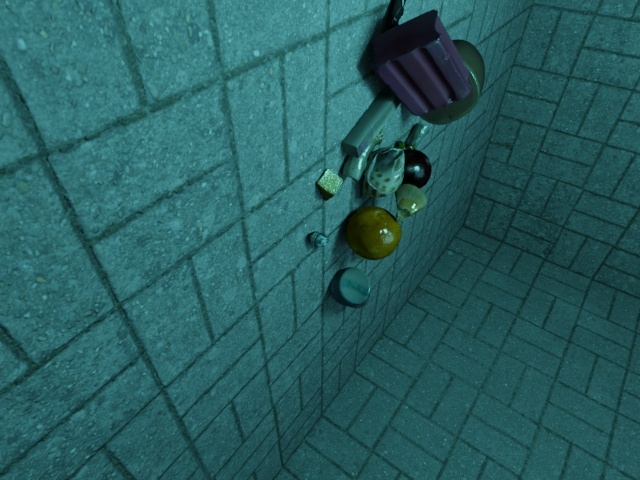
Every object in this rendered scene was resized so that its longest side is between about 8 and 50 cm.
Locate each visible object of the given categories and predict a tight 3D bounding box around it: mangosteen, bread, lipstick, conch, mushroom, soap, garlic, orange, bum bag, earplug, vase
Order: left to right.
[{"bbox_3d":[0.025,-0.203,1.529,0.084,0.080,0.109,-56,-171,-14],"label":"bread"},{"bbox_3d":[0.166,0.262,2.082,0.185,0.185,0.324,-58,161,-11],"label":"earplug"},{"bbox_3d":[0.161,-0.329,1.593,0.092,0.081,0.223,35,81,-48],"label":"mushroom"},{"bbox_3d":[0.226,-0.031,1.818,0.240,0.240,0.240,-43,148,-36],"label":"orange"},{"bbox_3d":[0.196,-0.445,1.560,0.317,0.068,0.066,-54,153,-18],"label":"lipstick"},{"bbox_3d":[0.249,-0.272,1.739,0.148,0.183,0.274,-100,-148,-58],"label":"conch"},{"bbox_3d":[0.265,-0.774,1.396,0.087,0.049,0.197,-10,123,-65],"label":"bum bag"},{"bbox_3d":[0.371,-0.157,1.818,0.164,0.146,0.245,-62,174,2],"label":"garlic"},{"bbox_3d":[0.394,-0.328,1.894,0.216,0.216,0.216,-43,148,-36],"label":"mangosteen"},{"bbox_3d":[0.444,-0.469,1.982,0.148,0.081,0.081,-60,155,-11],"label":"vase"},{"bbox_3d":[0.354,-0.582,1.439,0.360,0.233,0.127,20,64,-53],"label":"soap"}]

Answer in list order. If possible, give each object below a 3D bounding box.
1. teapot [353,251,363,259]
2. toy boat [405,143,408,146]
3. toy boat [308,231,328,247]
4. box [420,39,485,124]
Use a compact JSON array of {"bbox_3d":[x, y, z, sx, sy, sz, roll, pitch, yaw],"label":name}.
[{"bbox_3d":[0.242,0.027,2.097,0.200,0.077,0.107,-12,105,-59],"label":"teapot"},{"bbox_3d":[0.416,-0.432,2.023,0.083,0.038,0.038,-60,155,-4],"label":"toy boat"},{"bbox_3d":[0.000,0.000,1.618,0.059,0.066,0.140,-60,154,1],"label":"toy boat"},{"bbox_3d":[0.512,-0.649,1.707,0.216,0.301,0.300,-57,156,-36],"label":"box"}]
